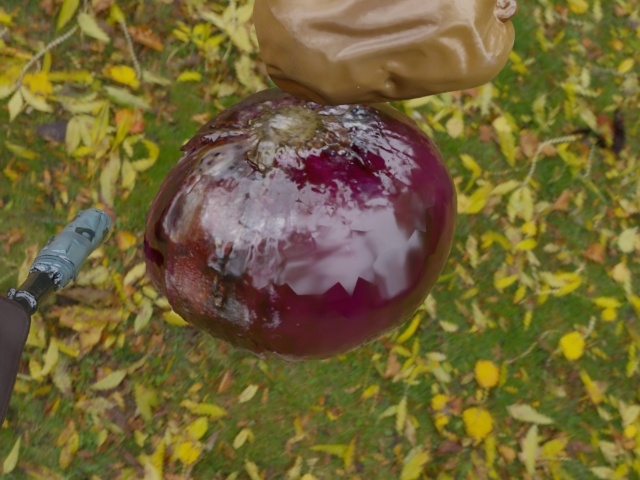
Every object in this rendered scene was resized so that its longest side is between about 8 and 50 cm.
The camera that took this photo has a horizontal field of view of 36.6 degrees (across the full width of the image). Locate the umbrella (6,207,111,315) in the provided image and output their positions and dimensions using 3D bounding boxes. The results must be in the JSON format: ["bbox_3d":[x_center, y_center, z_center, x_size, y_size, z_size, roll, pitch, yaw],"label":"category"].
[{"bbox_3d":[-0.308,0.024,1.163,0.053,0.052,0.250,5,23,4],"label":"umbrella"}]

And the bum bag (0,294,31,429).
[{"bbox_3d":[-0.251,0.063,0.606,0.159,0.026,0.109,38,52,-47],"label":"bum bag"}]

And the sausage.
[{"bbox_3d":[0.057,-0.193,0.882,0.241,0.136,0.120,-2,59,11],"label":"sausage"}]

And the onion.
[{"bbox_3d":[0.000,0.000,1.047,0.260,0.281,0.337,35,50,30],"label":"onion"}]
